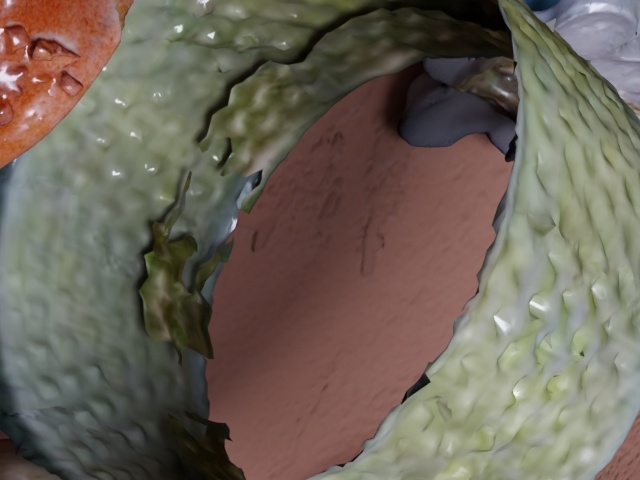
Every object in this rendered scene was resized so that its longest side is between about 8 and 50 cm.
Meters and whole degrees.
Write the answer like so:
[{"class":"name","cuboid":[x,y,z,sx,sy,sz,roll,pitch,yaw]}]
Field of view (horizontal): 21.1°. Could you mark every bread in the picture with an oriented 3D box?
[{"class":"bread","cuboid":[-0.145,-0.088,0.614,0.160,0.160,0.073,-47,133,-8]}]

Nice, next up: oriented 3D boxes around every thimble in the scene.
[{"class":"thimble","cuboid":[0.000,0.000,0.716,0.150,0.271,0.271,30,93,-48]}]

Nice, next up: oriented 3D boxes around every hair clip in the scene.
[{"class":"hair clip","cuboid":[0.149,-0.067,0.904,0.257,0.075,0.146,9,141,-48]}]

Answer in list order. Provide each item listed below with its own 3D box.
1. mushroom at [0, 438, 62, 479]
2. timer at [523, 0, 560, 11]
[{"class":"mushroom","cuboid":[-0.182,0.159,0.706,0.215,0.207,0.207,40,85,-9]},{"class":"timer","cuboid":[0.149,-0.213,0.837,0.232,0.091,0.250,23,104,-46]}]
